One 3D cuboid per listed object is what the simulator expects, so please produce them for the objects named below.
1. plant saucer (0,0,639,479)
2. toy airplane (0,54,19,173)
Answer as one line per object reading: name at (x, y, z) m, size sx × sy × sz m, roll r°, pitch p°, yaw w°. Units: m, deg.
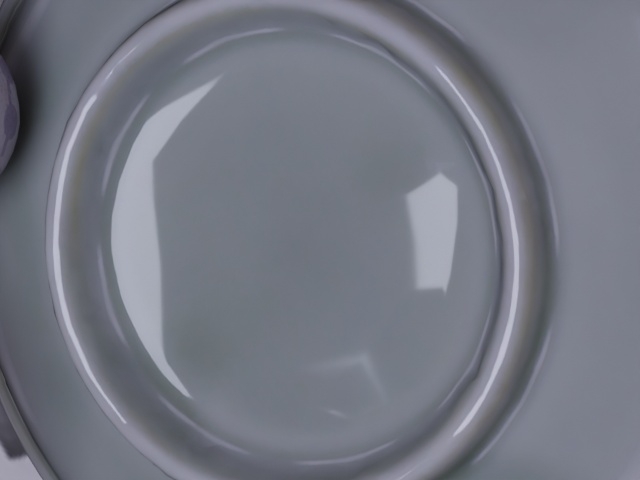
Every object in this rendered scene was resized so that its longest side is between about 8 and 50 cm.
plant saucer at (0.000, 0.000, 0.814) m, size 0.400 × 0.100 × 0.400 m, roll 3°, pitch 98°, yaw 25°
toy airplane at (-0.260, -0.054, 0.792) m, size 0.272 × 0.384 × 0.386 m, roll -6°, pitch 117°, yaw -4°
